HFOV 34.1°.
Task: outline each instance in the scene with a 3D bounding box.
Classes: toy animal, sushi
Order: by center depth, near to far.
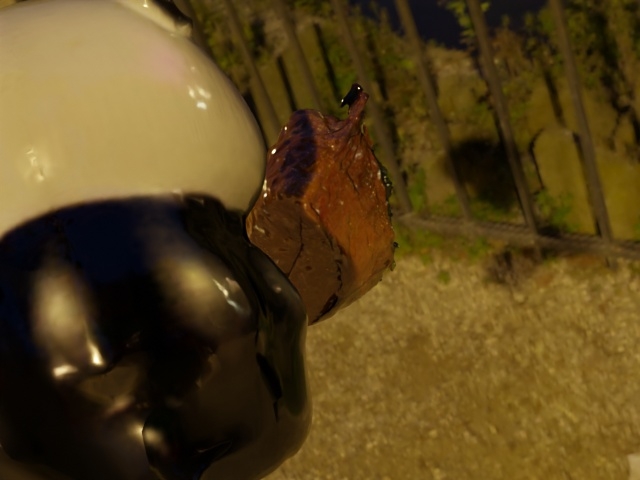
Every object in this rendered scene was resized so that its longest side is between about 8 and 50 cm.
[{"bbox_3d":[-0.135,0.003,0.641,0.251,0.310,0.251,-19,2,1],"label":"toy animal"},{"bbox_3d":[-0.001,0.000,0.967,0.149,0.287,0.140,17,43,5],"label":"sushi"}]
